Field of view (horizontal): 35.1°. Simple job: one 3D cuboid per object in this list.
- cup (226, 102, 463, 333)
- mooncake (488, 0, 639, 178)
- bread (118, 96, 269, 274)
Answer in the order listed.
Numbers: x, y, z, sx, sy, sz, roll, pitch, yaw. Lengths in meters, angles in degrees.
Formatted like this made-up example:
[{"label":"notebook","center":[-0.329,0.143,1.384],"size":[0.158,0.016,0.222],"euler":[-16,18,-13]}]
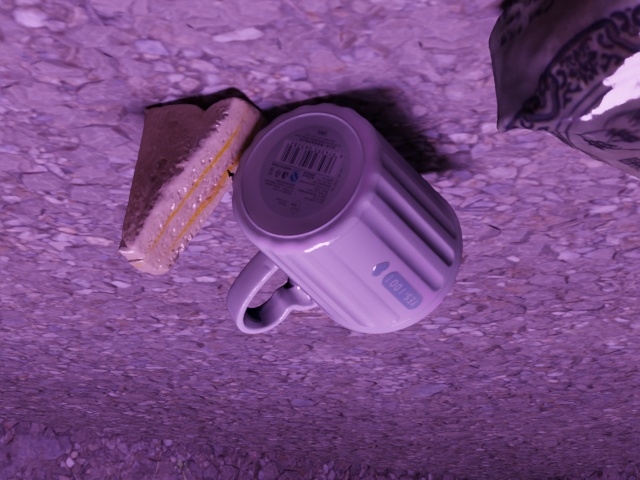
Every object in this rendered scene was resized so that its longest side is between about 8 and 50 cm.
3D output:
[{"label":"cup","center":[0.013,0.002,0.952],"size":[0.166,0.221,0.202],"euler":[21,168,33]},{"label":"mooncake","center":[0.272,-0.124,0.703],"size":[0.250,0.136,0.254],"euler":[16,155,-24]},{"label":"bread","center":[-0.113,-0.048,0.912],"size":[0.105,0.152,0.077],"euler":[-2,160,22]}]
